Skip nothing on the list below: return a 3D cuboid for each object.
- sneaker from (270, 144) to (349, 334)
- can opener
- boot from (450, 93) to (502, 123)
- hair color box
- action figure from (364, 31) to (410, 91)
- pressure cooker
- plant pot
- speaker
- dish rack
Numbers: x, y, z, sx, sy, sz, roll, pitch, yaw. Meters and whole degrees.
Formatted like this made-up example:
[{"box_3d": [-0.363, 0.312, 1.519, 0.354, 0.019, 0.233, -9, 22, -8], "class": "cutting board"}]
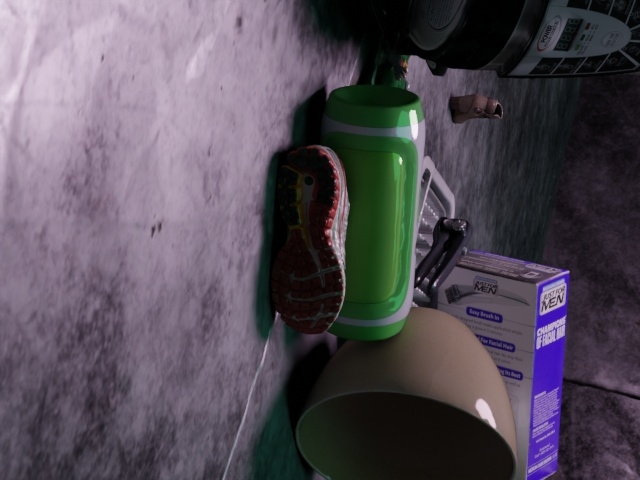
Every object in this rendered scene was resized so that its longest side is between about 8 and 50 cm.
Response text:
[{"box_3d": [0.000, 0.000, 1.494, 0.092, 0.088, 0.225, -34, 132, -69], "class": "sneaker"}, {"box_3d": [0.181, 0.024, 1.906, 0.186, 0.059, 0.073, -57, 153, -55], "class": "can opener"}, {"box_3d": [0.277, -0.227, 2.279, 0.118, 0.087, 0.042, 34, 66, -72], "class": "boot"}, {"box_3d": [0.282, 0.200, 2.053, 0.110, 0.185, 0.339, -18, 114, -47], "class": "hair color box"}, {"box_3d": [0.093, -0.209, 1.743, 0.137, 0.063, 0.232, 59, 40, -61], "class": "action figure"}, {"box_3d": [0.254, -0.383, 1.597, 0.375, 0.420, 0.370, -163, -106, -73], "class": "pressure cooker"}, {"box_3d": [0.126, 0.201, 1.703, 0.284, 0.284, 0.191, 80, 20, -48], "class": "plant pot"}, {"box_3d": [0.057, -0.033, 1.582, 0.131, 0.131, 0.297, -45, 142, -63], "class": "speaker"}, {"box_3d": [0.127, 0.036, 1.959, 0.333, 0.072, 0.286, 37, 63, -71], "class": "dish rack"}]
